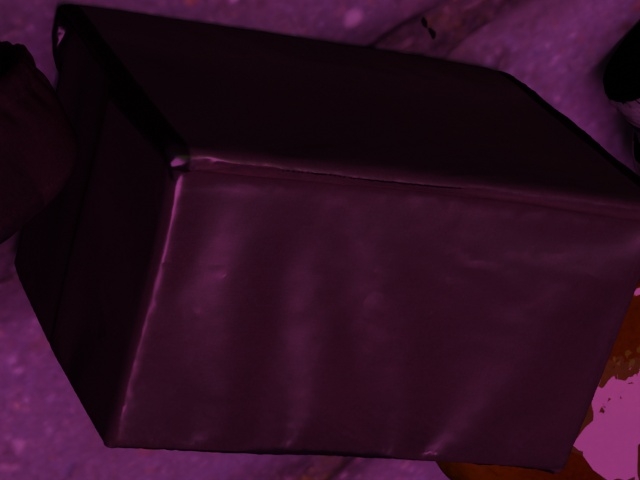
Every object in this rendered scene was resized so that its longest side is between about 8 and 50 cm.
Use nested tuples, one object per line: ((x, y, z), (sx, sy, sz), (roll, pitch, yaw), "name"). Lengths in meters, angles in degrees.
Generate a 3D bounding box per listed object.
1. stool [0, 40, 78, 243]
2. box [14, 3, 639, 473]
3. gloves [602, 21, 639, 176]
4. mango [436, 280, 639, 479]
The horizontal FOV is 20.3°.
((-0.247, -0.063, 0.695), (0.272, 0.272, 0.178), (-22, 110, -11), "stool")
((0.000, 0.000, 0.866), (0.252, 0.188, 0.153), (6, 114, -28), "box")
((0.258, -0.045, 1.000), (0.212, 0.111, 0.127), (42, 63, -28), "gloves")
((0.172, 0.082, 1.018), (0.236, 0.136, 0.166), (-12, 106, -12), "mango")
